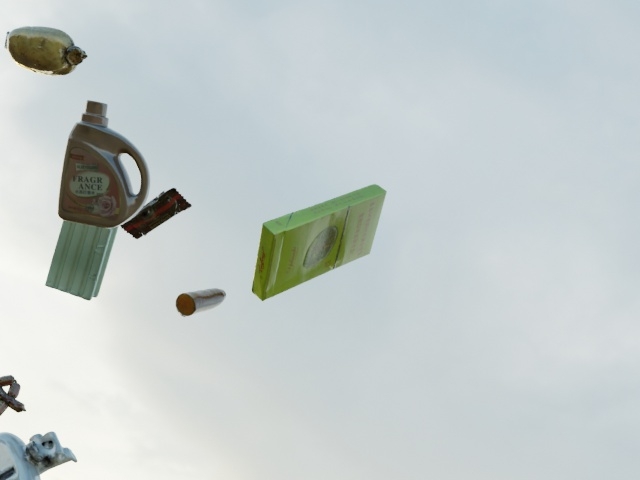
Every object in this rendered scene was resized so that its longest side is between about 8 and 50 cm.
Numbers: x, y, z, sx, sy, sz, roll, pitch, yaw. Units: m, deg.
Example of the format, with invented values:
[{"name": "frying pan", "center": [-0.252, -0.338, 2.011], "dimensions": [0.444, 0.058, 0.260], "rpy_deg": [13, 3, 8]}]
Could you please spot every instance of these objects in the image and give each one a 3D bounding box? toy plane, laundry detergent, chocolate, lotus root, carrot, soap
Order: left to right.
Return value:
[{"name": "toy plane", "center": [-0.606, 0.491, 1.558], "dimensions": [0.244, 0.245, 0.117], "rpy_deg": [10, -32, 16]}, {"name": "lotus root", "center": [-0.408, -0.279, 1.156], "dimensions": [0.152, 0.063, 0.072], "rpy_deg": [11, -59, 17]}, {"name": "soap", "center": [-0.563, 0.030, 1.843], "dimensions": [0.119, 0.198, 0.066], "rpy_deg": [19, 8, 1]}, {"name": "laundry detergent", "center": [-0.413, -0.145, 1.521], "dimensions": [0.171, 0.237, 0.076], "rpy_deg": [11, 5, -1]}, {"name": "chocolate", "center": [-0.418, -0.065, 1.967], "dimensions": [0.182, 0.028, 0.086], "rpy_deg": [-31, -46, 8]}, {"name": "carrot", "center": [-0.227, 0.119, 1.528], "dimensions": [0.048, 0.048, 0.139], "rpy_deg": [4, 4, 24]}]

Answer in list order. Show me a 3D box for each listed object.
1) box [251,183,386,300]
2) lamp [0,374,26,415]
[{"name": "box", "center": [0.000, 0.000, 1.717], "dimensions": [0.047, 0.335, 0.187], "rpy_deg": [39, -46, 31]}, {"name": "lamp", "center": [-0.620, 0.306, 1.551], "dimensions": [0.063, 0.083, 0.031], "rpy_deg": [-7, -34, -16]}]
